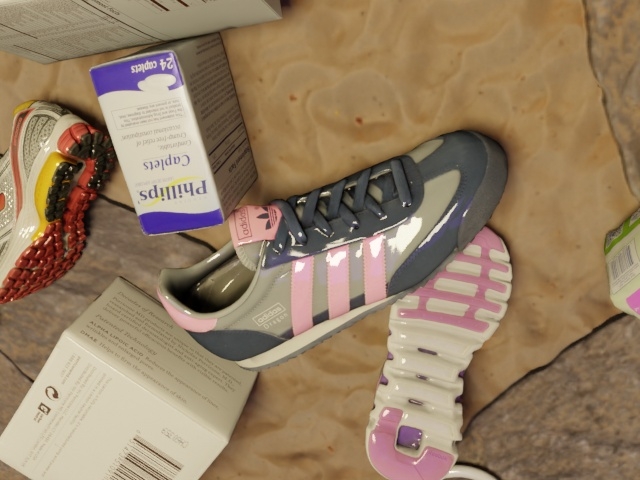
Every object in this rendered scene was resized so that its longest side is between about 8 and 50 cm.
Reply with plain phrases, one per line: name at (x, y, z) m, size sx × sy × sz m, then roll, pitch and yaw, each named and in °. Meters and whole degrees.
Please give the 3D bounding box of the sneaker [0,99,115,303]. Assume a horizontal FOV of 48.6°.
sneaker at (-0.272, -0.031, 0.671) m, size 0.093 × 0.088 × 0.225 m, roll 39°, pitch 115°, yaw 15°

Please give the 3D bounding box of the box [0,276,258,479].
box at (-0.191, 0.170, 0.711) m, size 0.182 × 0.119 × 0.181 m, roll 35°, pitch 114°, yaw -5°

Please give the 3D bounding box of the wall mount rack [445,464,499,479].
wall mount rack at (0.147, 0.421, 0.753) m, size 0.304 × 0.130 × 0.349 m, roll 20°, pitch 115°, yaw 1°

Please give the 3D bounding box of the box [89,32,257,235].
box at (-0.113, -0.091, 0.583) m, size 0.072 × 0.126 × 0.137 m, roll -9°, pitch 110°, yaw 12°

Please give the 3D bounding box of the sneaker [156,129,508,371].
sneaker at (0.000, 0.000, 0.591) m, size 0.319 × 0.112 × 0.131 m, roll -37°, pitch 130°, yaw 20°

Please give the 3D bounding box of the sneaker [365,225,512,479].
sneaker at (0.100, 0.095, 0.649) m, size 0.095 × 0.104 × 0.236 m, roll 17°, pitch 92°, yaw 3°

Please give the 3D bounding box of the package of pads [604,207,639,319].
package of pads at (0.404, 0.021, 0.521) m, size 0.297 × 0.101 × 0.229 m, roll 27°, pitch 136°, yaw -3°

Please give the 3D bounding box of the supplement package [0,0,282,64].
supplement package at (-0.152, -0.244, 0.486) m, size 0.203 × 0.149 × 0.194 m, roll -6°, pitch 92°, yaw 13°
